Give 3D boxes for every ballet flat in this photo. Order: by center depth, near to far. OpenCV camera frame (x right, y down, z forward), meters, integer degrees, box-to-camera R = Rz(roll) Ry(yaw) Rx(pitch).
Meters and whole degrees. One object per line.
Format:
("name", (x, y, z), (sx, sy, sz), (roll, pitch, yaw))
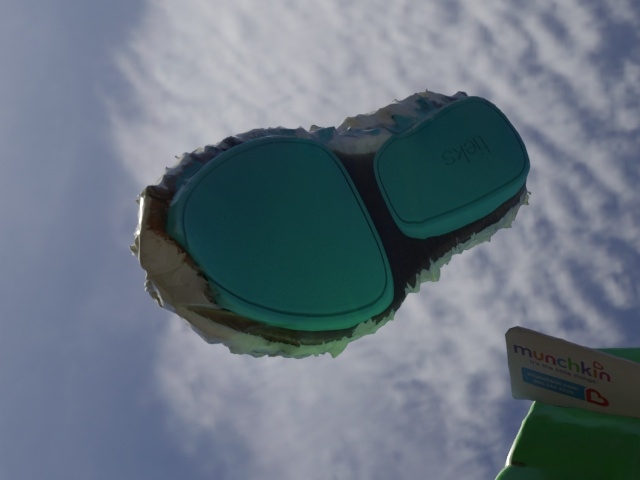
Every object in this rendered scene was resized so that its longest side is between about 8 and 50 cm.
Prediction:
("ballet flat", (0.000, 0.000, 1.039), (0.147, 0.409, 0.147), (8, -75, 33))

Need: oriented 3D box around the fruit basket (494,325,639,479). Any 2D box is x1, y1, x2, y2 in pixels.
("fruit basket", (0.276, 0.184, 0.847), (0.353, 0.165, 0.327), (8, -42, 22))
